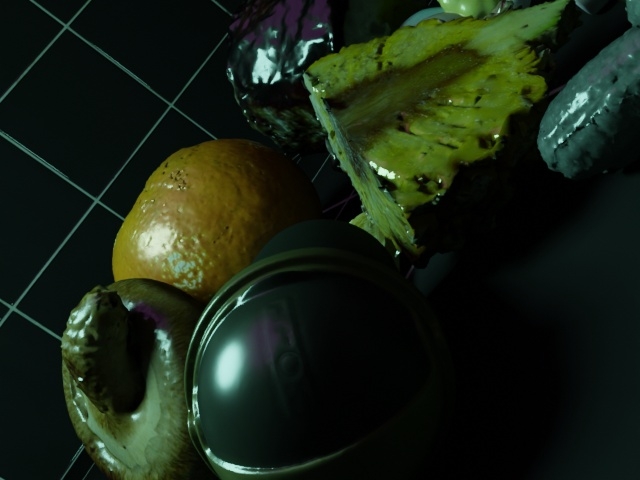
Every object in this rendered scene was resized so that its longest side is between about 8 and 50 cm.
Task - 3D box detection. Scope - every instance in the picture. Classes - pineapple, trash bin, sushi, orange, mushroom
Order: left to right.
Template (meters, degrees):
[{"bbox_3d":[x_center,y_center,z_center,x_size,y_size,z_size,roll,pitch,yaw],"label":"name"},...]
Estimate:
[{"bbox_3d":[-0.242,0.214,0.996,0.345,0.238,0.346,174,90,-68],"label":"mushroom"},{"bbox_3d":[-0.191,0.011,1.255,0.424,0.326,0.424,-57,9,14],"label":"orange"},{"bbox_3d":[0.001,0.096,0.597,0.214,0.214,0.334,-50,7,14],"label":"trash bin"},{"bbox_3d":[0.019,-0.311,1.155,0.294,0.299,0.281,-6,53,42],"label":"sushi"},{"bbox_3d":[0.170,-0.112,0.751,0.286,0.209,0.344,-27,39,0],"label":"pineapple"}]

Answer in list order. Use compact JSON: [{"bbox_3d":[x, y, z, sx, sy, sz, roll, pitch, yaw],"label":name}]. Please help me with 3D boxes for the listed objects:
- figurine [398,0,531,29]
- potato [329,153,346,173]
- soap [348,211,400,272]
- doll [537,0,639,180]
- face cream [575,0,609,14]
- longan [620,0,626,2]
[{"bbox_3d":[0.184,-0.401,0.926,0.206,0.284,0.316,-83,8,-53],"label":"figurine"},{"bbox_3d":[0.085,-0.194,1.354,0.138,0.098,0.243,-47,23,55],"label":"potato"},{"bbox_3d":[0.055,0.033,0.889,0.092,0.037,0.252,-32,24,22],"label":"soap"},{"bbox_3d":[0.256,-0.192,0.452,0.245,0.158,0.340,-14,-29,-41],"label":"doll"},{"bbox_3d":[0.403,-0.414,0.757,0.345,0.102,0.102,-48,13,32],"label":"face cream"},{"bbox_3d":[0.312,-0.294,0.617,0.189,0.189,0.189,-50,12,15],"label":"longan"}]
